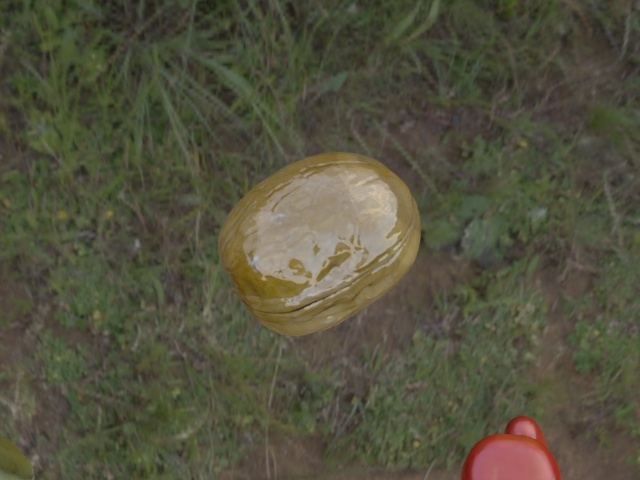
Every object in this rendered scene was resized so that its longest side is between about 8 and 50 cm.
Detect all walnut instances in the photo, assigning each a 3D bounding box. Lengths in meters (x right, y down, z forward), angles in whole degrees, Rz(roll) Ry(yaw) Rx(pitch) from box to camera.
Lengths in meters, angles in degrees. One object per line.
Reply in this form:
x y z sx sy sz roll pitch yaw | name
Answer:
0.000 0.000 1.129 0.197 0.165 0.165 -38 69 4 | walnut

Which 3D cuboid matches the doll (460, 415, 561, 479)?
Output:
0.141 0.232 0.716 0.105 0.336 0.200 -2 61 18 | doll

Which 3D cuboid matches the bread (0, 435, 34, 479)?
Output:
-0.604 0.330 1.559 0.210 0.341 0.300 30 79 38 | bread
